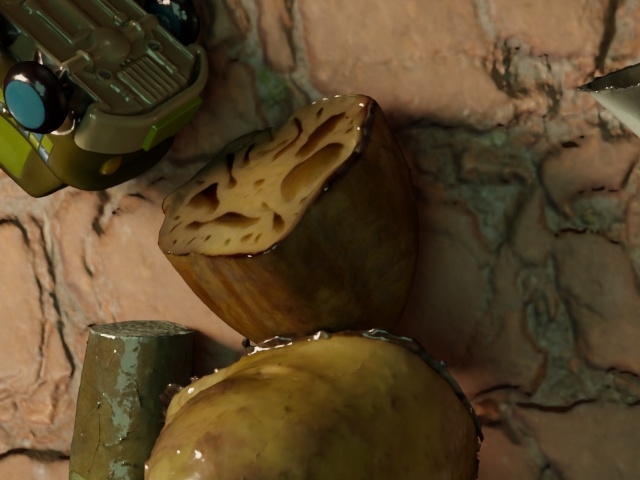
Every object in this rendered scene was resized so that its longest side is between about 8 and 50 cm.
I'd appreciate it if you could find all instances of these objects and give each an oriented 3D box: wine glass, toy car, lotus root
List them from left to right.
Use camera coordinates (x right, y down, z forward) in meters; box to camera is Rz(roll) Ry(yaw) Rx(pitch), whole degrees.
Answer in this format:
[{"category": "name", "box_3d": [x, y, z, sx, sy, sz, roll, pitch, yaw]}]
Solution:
[{"category": "toy car", "box_3d": [-0.235, -0.138, 1.378, 0.248, 0.204, 0.198, 43, 135, 8]}, {"category": "lotus root", "box_3d": [-0.001, 0.000, 1.324, 0.188, 0.199, 0.180, 9, 145, 54]}, {"category": "wine glass", "box_3d": [0.274, -0.047, 1.215, 0.122, 0.122, 0.182, -11, 101, 24]}]

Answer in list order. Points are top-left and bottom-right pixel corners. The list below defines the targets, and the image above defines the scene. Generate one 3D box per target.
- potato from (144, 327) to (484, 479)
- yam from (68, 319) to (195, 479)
[{"category": "potato", "box_3d": [-0.024, 0.238, 1.249, 0.301, 0.237, 0.289, -28, 119, 35]}, {"category": "yam", "box_3d": [-0.171, 0.195, 1.447, 0.106, 0.106, 0.259, 11, 103, 20]}]
